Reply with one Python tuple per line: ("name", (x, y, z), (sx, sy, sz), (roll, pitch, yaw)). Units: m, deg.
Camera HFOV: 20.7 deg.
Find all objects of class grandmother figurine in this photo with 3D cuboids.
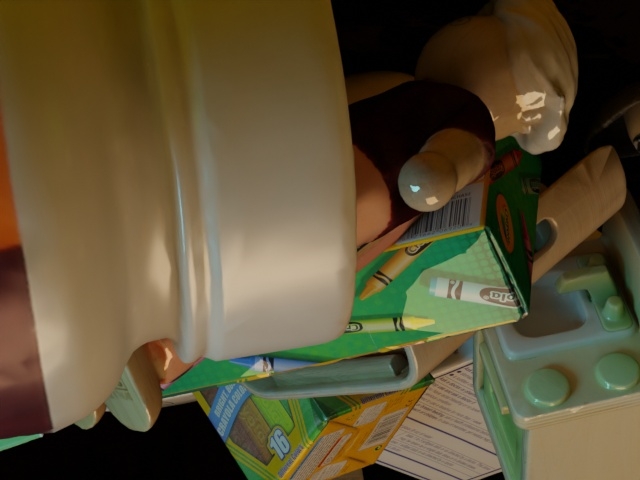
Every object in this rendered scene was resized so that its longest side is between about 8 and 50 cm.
("grandmother figurine", (0.011, -0.031, 0.896), (0.342, 0.104, 0.208), (-36, -157, -29))

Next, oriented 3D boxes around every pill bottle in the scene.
("pill bottle", (-0.196, -0.024, 0.664), (0.392, 0.224, 0.224), (-9, 170, -9))

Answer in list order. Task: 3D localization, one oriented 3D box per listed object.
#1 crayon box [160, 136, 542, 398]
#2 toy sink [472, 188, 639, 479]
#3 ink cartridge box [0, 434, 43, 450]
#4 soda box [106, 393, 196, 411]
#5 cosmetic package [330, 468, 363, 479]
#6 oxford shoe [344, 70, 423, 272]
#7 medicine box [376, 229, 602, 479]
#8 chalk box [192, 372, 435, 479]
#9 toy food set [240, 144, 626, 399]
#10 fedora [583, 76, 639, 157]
("crayon box", (0.000, 0.000, 1.162), (0.278, 0.081, 0.165), (-14, -146, 21))
("toy sink", (0.193, 0.096, 1.377), (0.131, 0.152, 0.234), (-12, 142, -6))
("ink cartridge box", (-0.192, 0.000, 0.847), (0.062, 0.209, 0.109), (0, 166, -36))
("soda box", (-0.110, 0.130, 2.022), (0.286, 0.091, 0.098), (-11, 170, 7))
("cosmetic package", (-0.015, 0.215, 1.835), (0.085, 0.231, 0.117), (-13, 168, 18))
("oxford shoe", (-0.096, -0.029, 1.007), (0.397, 0.140, 0.146), (-22, 138, -18))
("medicine box", (0.152, 0.102, 1.660), (0.289, 0.149, 0.263), (-26, 147, 28))
("chalk box", (-0.031, 0.091, 1.506), (0.132, 0.213, 0.132), (-16, 149, -40))
("toy food set", (0.061, 0.016, 1.313), (0.220, 0.092, 0.306), (-38, -169, -26))
("fedora", (0.364, -0.054, 1.265), (0.334, 0.152, 0.334), (-9, 171, -2))
